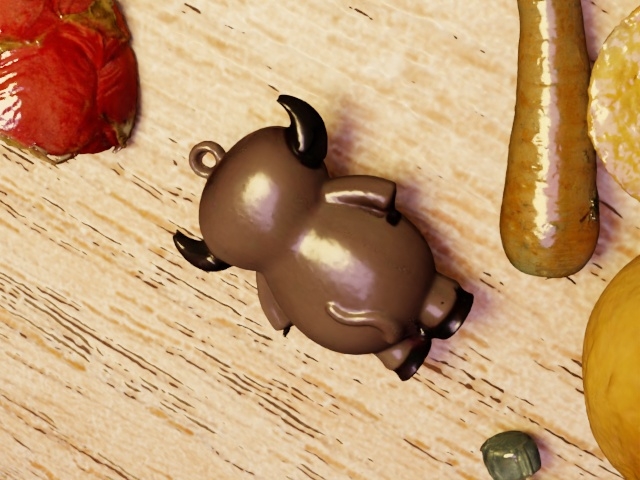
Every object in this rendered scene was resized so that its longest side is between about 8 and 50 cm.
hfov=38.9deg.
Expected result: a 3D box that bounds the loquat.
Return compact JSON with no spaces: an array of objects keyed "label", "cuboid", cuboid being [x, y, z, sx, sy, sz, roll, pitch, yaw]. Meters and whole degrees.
[{"label":"loquat","cuboid":[0.297,0.101,0.635,0.238,0.193,0.238,4,128,6]}]

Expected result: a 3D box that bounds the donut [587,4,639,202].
[{"label":"donut","cuboid":[0.281,-0.098,0.625,0.190,0.074,0.174,-15,98,17]}]

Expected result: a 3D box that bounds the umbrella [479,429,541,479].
[{"label":"umbrella","cuboid":[0.216,0.336,0.812,0.143,0.094,0.349,-16,102,19]}]

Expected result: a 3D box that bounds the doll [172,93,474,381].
[{"label":"doll","cuboid":[0.001,0.002,0.745,0.257,0.117,0.182,39,115,1]}]

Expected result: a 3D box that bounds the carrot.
[{"label":"carrot","cuboid":[0.170,-0.117,0.672,0.078,0.078,0.298,0,107,19]}]

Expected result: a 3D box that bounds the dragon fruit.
[{"label":"dragon fruit","cuboid":[-0.220,-0.156,0.763,0.127,0.120,0.161,20,111,5]}]
